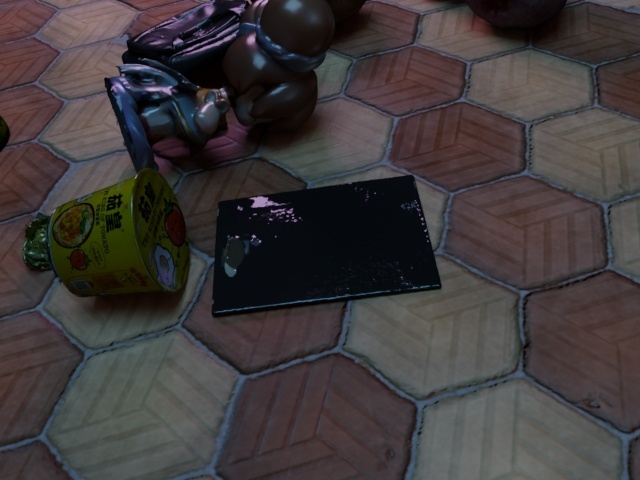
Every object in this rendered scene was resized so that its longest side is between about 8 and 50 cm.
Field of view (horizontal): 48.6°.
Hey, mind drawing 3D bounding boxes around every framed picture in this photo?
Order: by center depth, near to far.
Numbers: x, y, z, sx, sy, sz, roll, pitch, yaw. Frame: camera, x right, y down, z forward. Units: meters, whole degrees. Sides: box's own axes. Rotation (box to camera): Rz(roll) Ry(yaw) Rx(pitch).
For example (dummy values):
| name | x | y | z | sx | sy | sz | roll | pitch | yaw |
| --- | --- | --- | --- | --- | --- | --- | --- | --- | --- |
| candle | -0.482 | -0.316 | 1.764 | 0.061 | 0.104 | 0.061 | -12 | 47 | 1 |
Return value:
| name | x | y | z | sx | sy | sz | roll | pitch | yaw |
| --- | --- | --- | --- | --- | --- | --- | --- | --- | --- |
| framed picture | 0.000 | 0.000 | 1.067 | 0.323 | 0.013 | 0.244 | -8 | 44 | 3 |

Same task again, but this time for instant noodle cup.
| name | x | y | z | sx | sy | sz | roll | pitch | yaw |
| --- | --- | --- | --- | --- | --- | --- | --- | --- | --- |
| instant noodle cup | -0.288 | 0.001 | 1.010 | 0.144 | 0.182 | 0.182 | -13 | 43 | 11 |

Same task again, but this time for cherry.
| name | x | y | z | sx | sy | sz | roll | pitch | yaw |
| --- | --- | --- | --- | --- | --- | --- | --- | --- | --- |
| cherry | 0.394 | -0.521 | 1.412 | 0.213 | 0.184 | 0.266 | 31 | 41 | 24 |

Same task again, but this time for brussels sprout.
| name | x | y | z | sx | sy | sz | roll | pitch | yaw |
| --- | --- | --- | --- | --- | --- | --- | --- | --- | --- |
| brussels sprout | -0.430 | 0.007 | 1.106 | 0.085 | 0.058 | 0.085 | 4 | 72 | -11 |

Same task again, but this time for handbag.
| name | x | y | z | sx | sy | sz | roll | pitch | yaw |
| --- | --- | --- | --- | --- | --- | --- | --- | --- | --- |
| handbag | -0.252 | -0.411 | 1.450 | 0.275 | 0.088 | 0.244 | -34 | 35 | -26 |

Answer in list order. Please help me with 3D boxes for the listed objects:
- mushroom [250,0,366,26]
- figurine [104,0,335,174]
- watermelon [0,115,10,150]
| name | x | y | z | sx | sy | sz | roll | pitch | yaw |
| --- | --- | --- | --- | --- | --- | --- | --- | --- | --- |
| mushroom | -0.026 | -0.556 | 1.508 | 0.283 | 0.195 | 0.263 | -42 | 60 | -20 |
| figurine | -0.169 | -0.276 | 1.232 | 0.388 | 0.248 | 0.276 | -20 | 21 | -14 |
| watermelon | -0.639 | -0.200 | 1.363 | 0.069 | 0.087 | 0.163 | 24 | 44 | -19 |
